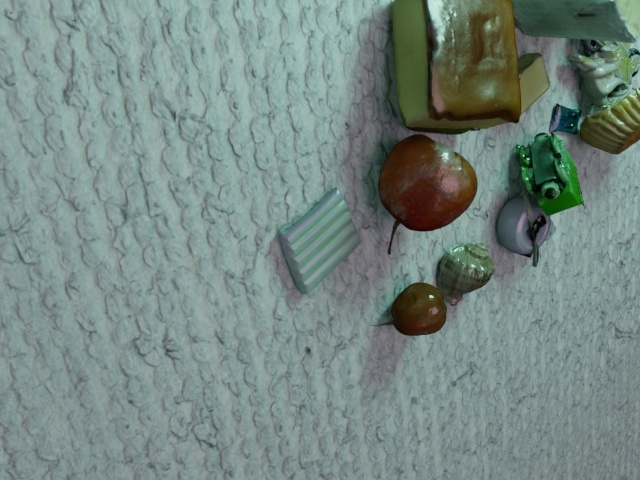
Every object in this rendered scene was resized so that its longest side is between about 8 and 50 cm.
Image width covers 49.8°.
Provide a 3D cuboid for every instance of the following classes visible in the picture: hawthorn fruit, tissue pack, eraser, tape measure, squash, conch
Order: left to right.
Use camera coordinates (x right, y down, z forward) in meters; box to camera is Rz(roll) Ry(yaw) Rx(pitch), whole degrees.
[{"bbox_3d":[0.250,0.198,1.819,0.189,0.149,0.149,-46,130,11],"label":"hawthorn fruit"},{"bbox_3d":[0.248,-0.133,1.652,0.263,0.231,0.235,-49,116,-22],"label":"hawthorn fruit"},{"bbox_3d":[0.303,-0.303,1.750,0.252,0.066,0.066,-1,104,-37],"label":"squash"},{"bbox_3d":[0.399,0.087,1.939,0.155,0.130,0.207,29,110,-7],"label":"conch"},{"bbox_3d":[0.557,-0.429,1.914,0.172,0.058,0.117,-42,124,-20],"label":"eraser"},{"bbox_3d":[0.614,-0.040,2.044,0.178,0.105,0.196,-50,128,-14],"label":"tape measure"},{"bbox_3d":[0.755,-0.370,2.107,0.138,0.028,0.085,0,104,-34],"label":"tissue pack"},{"bbox_3d":[0.715,-0.730,1.774,0.205,0.332,0.404,33,82,-43],"label":"tissue pack"}]

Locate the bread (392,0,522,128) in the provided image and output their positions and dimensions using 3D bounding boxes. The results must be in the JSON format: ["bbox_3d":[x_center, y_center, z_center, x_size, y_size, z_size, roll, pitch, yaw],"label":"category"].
[{"bbox_3d":[0.334,-0.434,1.651,0.333,0.143,0.323,-7,91,-37],"label":"bread"}]

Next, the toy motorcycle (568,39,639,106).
[{"bbox_3d":[0.863,-0.526,2.094,0.341,0.108,0.222,17,95,-41],"label":"toy motorcycle"}]

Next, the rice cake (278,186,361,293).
[{"bbox_3d":[0.000,0.000,1.625,0.198,0.037,0.189,-36,123,-24],"label":"rice cake"}]

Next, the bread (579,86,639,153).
[{"bbox_3d":[0.928,-0.367,2.095,0.274,0.274,0.149,-20,70,-32],"label":"bread"}]

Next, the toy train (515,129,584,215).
[{"bbox_3d":[0.660,-0.190,1.971,0.188,0.133,0.243,45,37,-32],"label":"toy train"}]
